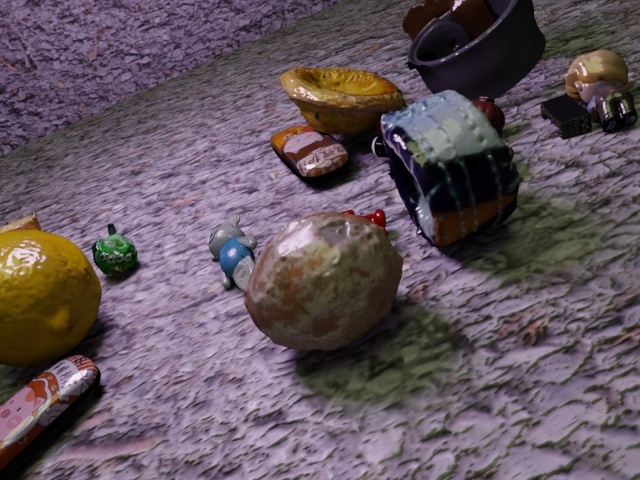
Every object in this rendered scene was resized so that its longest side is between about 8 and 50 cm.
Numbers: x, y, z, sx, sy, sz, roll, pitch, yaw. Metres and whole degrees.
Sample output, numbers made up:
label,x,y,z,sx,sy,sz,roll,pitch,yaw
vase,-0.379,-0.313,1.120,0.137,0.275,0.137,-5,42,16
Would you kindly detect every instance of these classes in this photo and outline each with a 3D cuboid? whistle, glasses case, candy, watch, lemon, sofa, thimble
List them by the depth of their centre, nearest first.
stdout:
label,x,y,z,sx,sy,sz,roll,pitch,yaw
glasses case,-0.462,0.287,0.777,0.103,0.067,0.266,10,46,38
thimble,0.197,-0.115,0.806,0.150,0.237,0.237,-25,33,-1
lemon,-0.540,0.102,0.928,0.267,0.267,0.267,-16,34,11
whistle,-0.166,0.029,0.962,0.114,0.077,0.235,-54,35,10
sofa,0.488,-0.249,1.006,0.060,0.039,0.118,-15,33,10
candy,-0.501,-0.001,1.219,0.097,0.097,0.323,-31,26,-12
watch,0.358,-0.471,1.233,0.335,0.314,0.326,-13,42,41
glasses case,-0.032,-0.223,1.236,0.122,0.082,0.321,-23,33,-11

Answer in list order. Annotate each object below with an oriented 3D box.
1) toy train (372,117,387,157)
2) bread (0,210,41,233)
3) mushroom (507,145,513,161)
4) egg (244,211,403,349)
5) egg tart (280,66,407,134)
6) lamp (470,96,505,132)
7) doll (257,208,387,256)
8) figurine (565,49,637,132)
label,x,y,z,sx,sy,sz,roll,pitch,yaw
toy train,0.205,-0.211,1.080,0.204,0.082,0.131,9,47,40
bread,-0.811,0.031,1.287,0.229,0.139,0.143,-24,31,-4
mushroom,0.272,-0.202,0.951,0.209,0.071,0.084,45,61,10
egg,0.002,0.059,0.718,0.233,0.195,0.195,-27,31,18
egg tart,0.052,-0.332,1.219,0.319,0.128,0.319,7,30,-4
lamp,0.336,-0.256,1.061,0.101,0.090,0.101,15,12,-3
doll,0.000,0.000,0.910,0.245,0.076,0.142,-9,34,12
figurine,0.558,-0.289,0.985,0.114,0.108,0.196,-20,49,22
